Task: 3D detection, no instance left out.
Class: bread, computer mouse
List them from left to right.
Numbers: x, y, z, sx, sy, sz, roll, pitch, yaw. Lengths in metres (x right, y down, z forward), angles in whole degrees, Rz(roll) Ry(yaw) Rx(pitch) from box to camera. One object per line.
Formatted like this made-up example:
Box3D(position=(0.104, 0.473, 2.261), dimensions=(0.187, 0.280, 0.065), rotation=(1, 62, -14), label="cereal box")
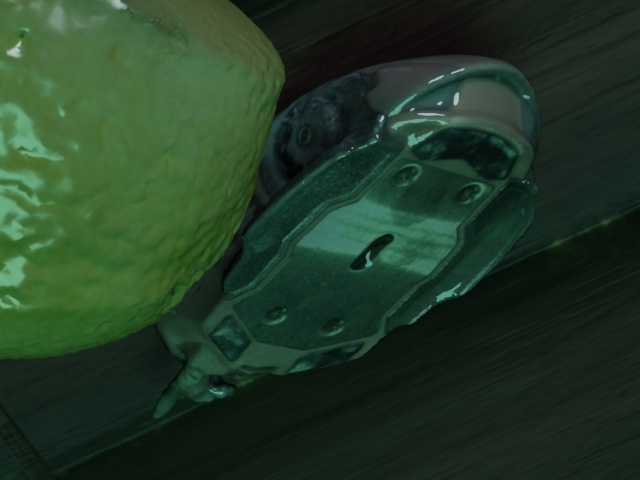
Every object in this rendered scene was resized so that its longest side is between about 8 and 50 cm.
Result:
Box3D(position=(-0.191, -0.080, 1.005), dimensions=(0.321, 0.320, 0.237), rotation=(24, 106, -28), label="bread")
Box3D(position=(-0.001, -0.006, 1.244), dimensions=(0.199, 0.115, 0.389), rotation=(19, 130, -37), label="computer mouse")
